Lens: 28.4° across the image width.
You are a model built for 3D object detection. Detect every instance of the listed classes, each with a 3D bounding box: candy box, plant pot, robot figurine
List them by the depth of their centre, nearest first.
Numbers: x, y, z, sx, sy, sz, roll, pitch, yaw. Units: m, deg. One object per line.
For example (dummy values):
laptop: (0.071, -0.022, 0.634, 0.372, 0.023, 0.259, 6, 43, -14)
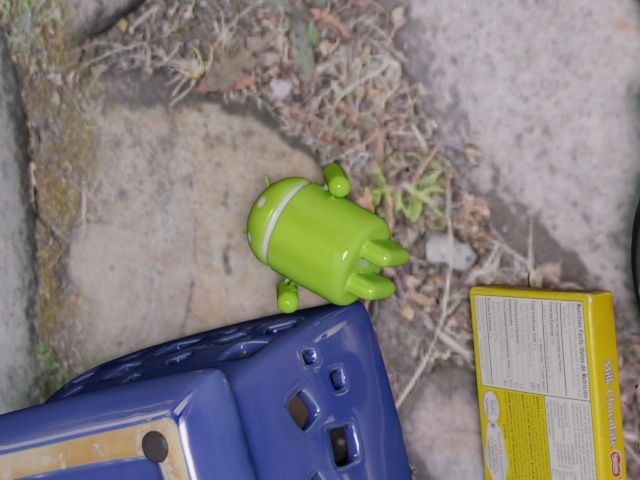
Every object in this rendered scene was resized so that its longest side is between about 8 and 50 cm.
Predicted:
candy box: (0.144, 0.131, 0.795, 0.105, 0.027, 0.206, 1, 98, 52)
plant pot: (-0.083, 0.186, 0.842, 0.236, 0.212, 0.236, -15, 89, 28)
robot figurine: (0.000, 0.000, 0.853, 0.115, 0.067, 0.101, 29, 105, 23)

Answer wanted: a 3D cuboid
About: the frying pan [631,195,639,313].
frying pan: (0.220, -0.042, 0.679, 0.197, 0.053, 0.326, -172, 73, -69)
